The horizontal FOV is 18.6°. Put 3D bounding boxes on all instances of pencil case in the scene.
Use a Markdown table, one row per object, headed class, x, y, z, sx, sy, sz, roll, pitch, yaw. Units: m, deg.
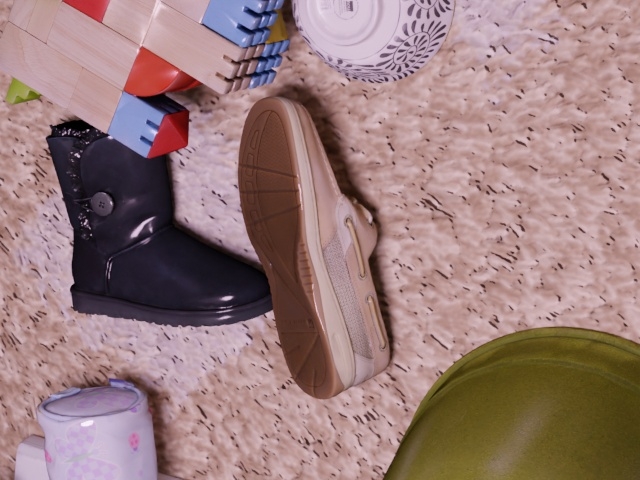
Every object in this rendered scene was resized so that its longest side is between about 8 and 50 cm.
| class | x | y | z | sx | sy | sz | roll | pitch | yaw |
| --- | --- | --- | --- | --- | --- | --- | --- | --- | --- |
| pencil case | -0.227 | 0.287 | 2.030 | 0.124 | 0.113 | 0.273 | 1 | 103 | 33 |

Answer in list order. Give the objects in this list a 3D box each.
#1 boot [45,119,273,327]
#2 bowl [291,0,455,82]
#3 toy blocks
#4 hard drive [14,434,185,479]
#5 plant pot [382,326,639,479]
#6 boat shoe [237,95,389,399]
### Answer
| class | x | y | z | sx | sy | sz | roll | pitch | yaw |
| --- | --- | --- | --- | --- | --- | --- | --- | --- | --- |
| boot | -0.164 | -0.024 | 1.974 | 0.247 | 0.094 | 0.207 | 4 | 109 | 29 |
| bowl | 0.035 | -0.227 | 1.841 | 0.170 | 0.080 | 0.170 | 6 | 105 | 22 |
| toy blocks | -0.139 | -0.236 | 1.844 | 0.261 | 0.191 | 0.381 | 32 | 113 | 17 |
| hard drive | -0.195 | 0.346 | 2.118 | 0.308 | 0.040 | 0.203 | 13 | 109 | 20 |
| plant pot | 0.181 | 0.303 | 1.763 | 0.367 | 0.353 | 0.366 | 7 | 107 | 23 |
| boat shoe | 0.000 | 0.000 | 1.910 | 0.109 | 0.098 | 0.302 | 1 | 108 | 55 |
